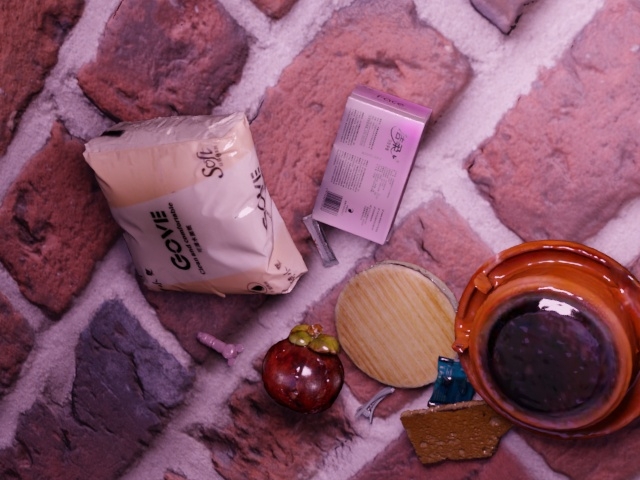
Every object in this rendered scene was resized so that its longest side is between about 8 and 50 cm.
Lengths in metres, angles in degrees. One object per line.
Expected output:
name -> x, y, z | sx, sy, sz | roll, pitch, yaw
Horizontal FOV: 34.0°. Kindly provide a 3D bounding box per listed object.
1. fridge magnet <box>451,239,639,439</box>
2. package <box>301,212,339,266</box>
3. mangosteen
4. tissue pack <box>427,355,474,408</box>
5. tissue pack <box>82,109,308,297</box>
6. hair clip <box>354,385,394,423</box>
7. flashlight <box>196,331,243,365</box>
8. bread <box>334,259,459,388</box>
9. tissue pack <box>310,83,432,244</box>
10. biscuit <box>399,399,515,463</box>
fridge magnet -> 0.398, 0.177, 1.778 | 0.363, 0.155, 0.364 | 8, 110, 24
package -> 0.000, 0.000, 2.017 | 0.037, 0.015, 0.110 | -21, 96, 34
mangosteen -> -0.028, 0.243, 2.047 | 0.166, 0.166, 0.180 | 26, 105, 18
tissue pack -> 0.248, 0.271, 1.942 | 0.085, 0.028, 0.138 | 8, 134, 4
tissue pack -> -0.243, -0.065, 2.034 | 0.389, 0.195, 0.376 | -4, 119, 30
hair clip -> 0.116, 0.321, 2.068 | 0.039, 0.030, 0.115 | 35, 126, -9
flashlight -> -0.214, 0.223, 2.211 | 0.110, 0.031, 0.052 | 25, 79, 25
bread -> 0.151, 0.158, 1.978 | 0.266, 0.040, 0.267 | 10, 113, 25
tissue pack -> 0.092, -0.133, 1.858 | 0.148, 0.092, 0.246 | 21, 117, 7
biscuit -> 0.276, 0.357, 1.972 | 0.236, 0.026, 0.131 | -13, 120, 27
